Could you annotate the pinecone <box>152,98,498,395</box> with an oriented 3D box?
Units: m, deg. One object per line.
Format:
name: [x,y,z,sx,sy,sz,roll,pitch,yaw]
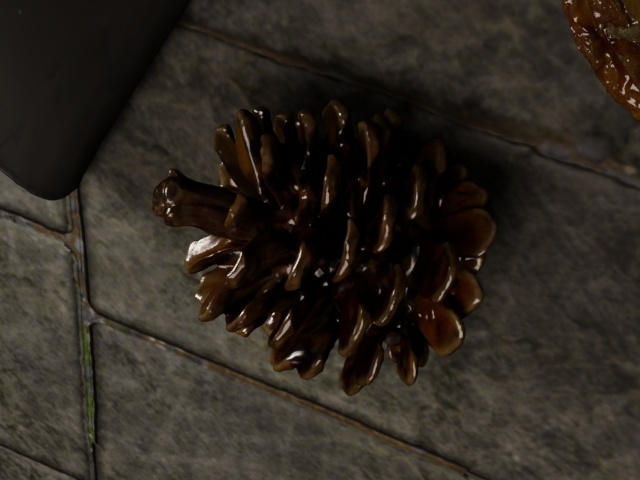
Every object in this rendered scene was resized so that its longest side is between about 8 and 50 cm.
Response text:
pinecone: [0.000,-0.001,0.796,0.212,0.168,0.185,19,120,0]

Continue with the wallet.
wallet: [-0.183,-0.191,0.839,0.197,0.051,0.377,42,134,-2]

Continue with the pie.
pie: [0.186,-0.108,0.690,0.191,0.033,0.088,51,149,-16]
